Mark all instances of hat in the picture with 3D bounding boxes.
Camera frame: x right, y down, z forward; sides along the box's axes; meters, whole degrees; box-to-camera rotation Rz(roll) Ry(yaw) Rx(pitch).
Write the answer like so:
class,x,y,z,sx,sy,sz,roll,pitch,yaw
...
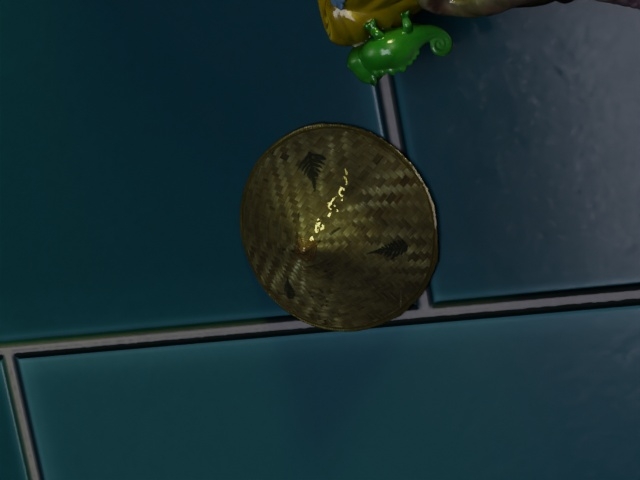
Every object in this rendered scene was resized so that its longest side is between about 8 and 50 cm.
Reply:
class,x,y,z,sx,sy,sz,roll,pitch,yaw
hat,0.000,0.000,1.190,0.146,0.067,0.146,6,106,21

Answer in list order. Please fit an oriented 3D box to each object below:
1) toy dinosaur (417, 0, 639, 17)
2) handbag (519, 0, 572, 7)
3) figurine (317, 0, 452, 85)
class,x,y,z,sx,sy,sz,roll,pitch,yaw
toy dinosaur,0.149,-0.153,1.027,0.199,0.251,0.072,13,72,36
handbag,0.129,-0.195,1.096,0.072,0.047,0.111,-2,105,23
figurine,0.045,-0.181,1.116,0.115,0.095,0.156,-19,77,5
